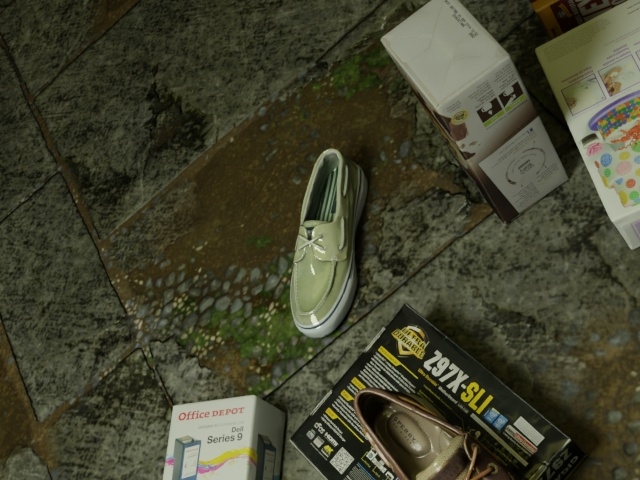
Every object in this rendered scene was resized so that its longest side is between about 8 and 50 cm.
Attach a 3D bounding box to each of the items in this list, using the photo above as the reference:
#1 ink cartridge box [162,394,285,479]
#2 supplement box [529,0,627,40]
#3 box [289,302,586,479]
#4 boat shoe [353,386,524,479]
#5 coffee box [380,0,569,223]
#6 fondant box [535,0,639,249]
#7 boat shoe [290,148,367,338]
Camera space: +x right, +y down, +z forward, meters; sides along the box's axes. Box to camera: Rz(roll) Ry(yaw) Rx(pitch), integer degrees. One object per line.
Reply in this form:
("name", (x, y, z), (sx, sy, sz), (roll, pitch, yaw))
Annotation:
("ink cartridge box", (-0.144, 0.343, 1.519), (0.154, 0.093, 0.212), (-11, 57, 28))
("supplement box", (0.401, -0.415, 1.588), (0.191, 0.129, 0.194), (-27, 53, 16))
("box", (0.144, 0.273, 1.388), (0.257, 0.079, 0.322), (-49, 50, -3))
("boat shoe", (0.159, 0.286, 1.240), (0.123, 0.123, 0.342), (-47, 50, 1))
("coffee box", (0.220, -0.178, 1.456), (0.119, 0.297, 0.168), (-36, 50, 6))
("fondant box", (0.465, -0.183, 1.437), (0.238, 0.096, 0.330), (-26, 52, 17))
("boat shoe", (0.000, 0.000, 1.624), (0.109, 0.094, 0.302), (-6, 61, 30))
